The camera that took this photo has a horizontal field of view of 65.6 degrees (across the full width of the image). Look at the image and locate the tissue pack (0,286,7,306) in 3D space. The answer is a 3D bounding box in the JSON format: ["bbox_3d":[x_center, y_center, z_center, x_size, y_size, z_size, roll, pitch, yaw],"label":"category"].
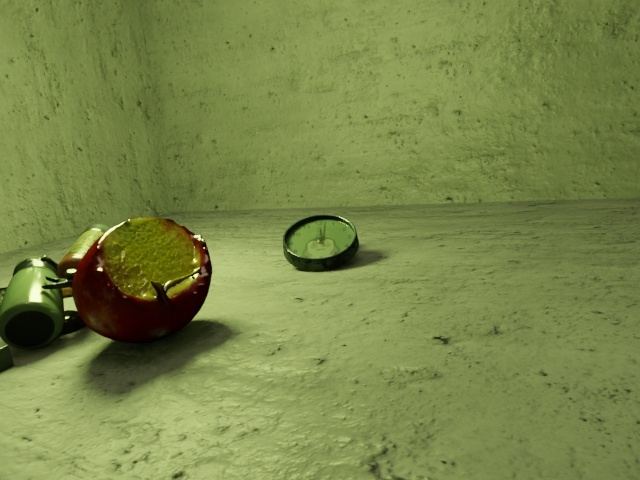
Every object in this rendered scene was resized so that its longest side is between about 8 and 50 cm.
[{"bbox_3d":[-1.131,0.231,1.705,0.333,0.123,0.245,-7,9,-6],"label":"tissue pack"}]

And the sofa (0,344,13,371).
[{"bbox_3d":[-0.898,0.301,1.329,0.147,0.085,0.060,-3,15,18],"label":"sofa"}]

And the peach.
[{"bbox_3d":[-0.500,0.127,1.421,0.335,0.310,0.406,33,28,0],"label":"peach"}]

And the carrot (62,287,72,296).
[{"bbox_3d":[-1.046,0.202,1.968,0.186,0.060,0.060,-12,13,-20],"label":"carrot"}]

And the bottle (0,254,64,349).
[{"bbox_3d":[-0.882,0.171,1.528,0.169,0.168,0.347,-11,31,-21],"label":"bottle"}]

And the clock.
[{"bbox_3d":[-0.001,0.001,2.060,0.319,0.066,0.319,-5,37,4],"label":"clock"}]

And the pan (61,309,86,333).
[{"bbox_3d":[-0.837,0.266,1.559,0.128,0.048,0.202,0,13,24],"label":"pan"}]

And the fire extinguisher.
[{"bbox_3d":[-0.735,0.058,1.611,0.200,0.113,0.376,-10,25,-2],"label":"fire extinguisher"}]
